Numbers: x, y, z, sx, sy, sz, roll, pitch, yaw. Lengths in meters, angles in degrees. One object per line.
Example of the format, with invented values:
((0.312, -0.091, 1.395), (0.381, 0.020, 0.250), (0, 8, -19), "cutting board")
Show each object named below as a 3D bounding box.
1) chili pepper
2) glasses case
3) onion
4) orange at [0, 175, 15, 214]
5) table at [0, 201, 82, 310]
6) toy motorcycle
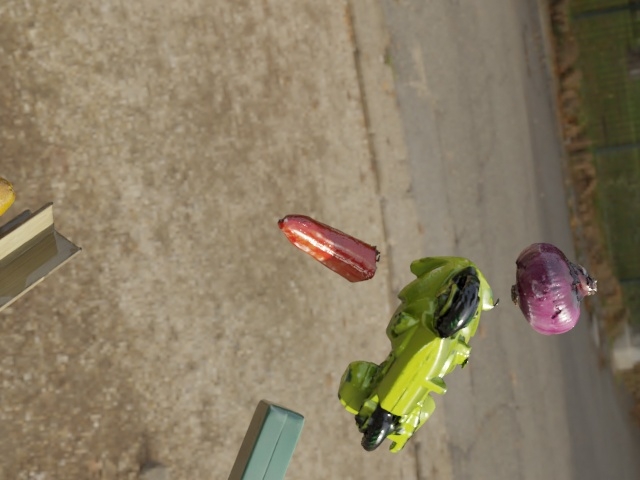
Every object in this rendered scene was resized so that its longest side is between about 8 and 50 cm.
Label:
((0.001, 0.003, 1.468), (0.169, 0.088, 0.065), (28, 86, -37), "chili pepper")
((-0.070, 0.248, 0.997), (0.078, 0.039, 0.184), (158, -46, -78), "glasses case")
((0.285, 0.057, 1.258), (0.115, 0.104, 0.115), (-10, 90, -71), "onion")
((-0.528, -0.070, 1.631), (0.085, 0.085, 0.085), (-7, 90, -71), "orange")
((-0.515, 0.041, 1.668), (0.226, 0.167, 0.167), (-42, 127, -36), "table")
((0.142, 0.147, 1.466), (0.342, 0.142, 0.206), (-62, 173, 33), "toy motorcycle")
